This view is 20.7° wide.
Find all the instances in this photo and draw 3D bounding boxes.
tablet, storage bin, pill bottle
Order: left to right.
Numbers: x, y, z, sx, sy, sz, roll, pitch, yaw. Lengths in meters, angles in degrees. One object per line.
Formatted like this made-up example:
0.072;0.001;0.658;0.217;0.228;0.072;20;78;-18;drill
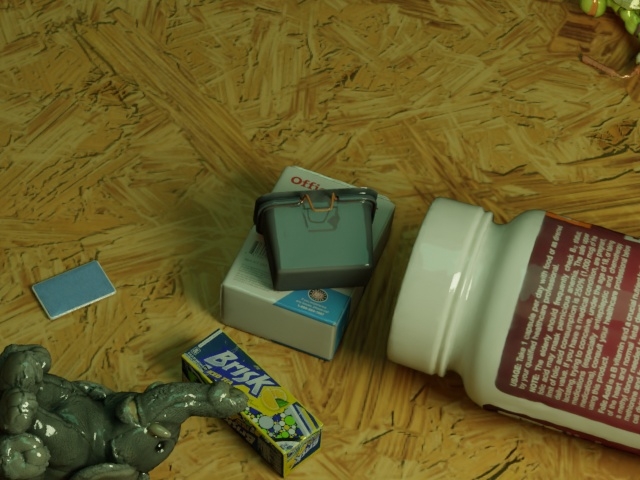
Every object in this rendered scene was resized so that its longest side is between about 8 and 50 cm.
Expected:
-0.281;0.056;1.995;0.083;0.006;0.054;-23;56;-21;tablet
0.000;0.000;1.905;0.135;0.098;0.091;-4;65;-8;storage bin
0.284;0.096;1.862;0.392;0.224;0.224;17;53;9;pill bottle

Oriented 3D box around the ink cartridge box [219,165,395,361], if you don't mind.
-0.014;0.024;1.989;0.140;0.082;0.190;20;52;11;ink cartridge box

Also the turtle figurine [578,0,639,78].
0.422;-0.335;2.295;0.217;0.087;0.269;-11;53;-12;turtle figurine

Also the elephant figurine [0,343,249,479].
-0.226;0.205;1.799;0.239;0.186;0.169;14;85;-25;elephant figurine

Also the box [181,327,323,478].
-0.075;0.174;1.885;0.059;0.054;0.169;-35;62;-26;box
